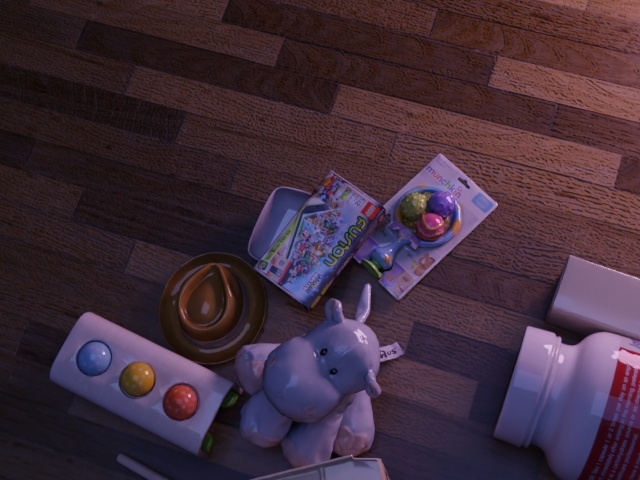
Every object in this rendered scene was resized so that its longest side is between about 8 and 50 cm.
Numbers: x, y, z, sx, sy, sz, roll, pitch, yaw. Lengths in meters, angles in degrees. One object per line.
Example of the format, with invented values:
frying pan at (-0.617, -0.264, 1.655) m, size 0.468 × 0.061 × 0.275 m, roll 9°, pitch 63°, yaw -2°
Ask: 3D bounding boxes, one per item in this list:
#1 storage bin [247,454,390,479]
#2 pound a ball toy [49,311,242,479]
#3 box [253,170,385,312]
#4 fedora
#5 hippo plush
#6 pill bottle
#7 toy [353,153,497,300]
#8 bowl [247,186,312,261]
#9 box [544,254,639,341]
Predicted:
storage bin at (-0.022, 0.403, 1.408) m, size 0.260 × 0.262 × 0.123 m, roll -14°, pitch 69°, yaw 2°
pound a ball toy at (-0.273, 0.270, 1.544) m, size 0.319 × 0.136 × 0.208 m, roll 24°, pitch 77°, yaw 14°
box at (0.000, 0.000, 1.594) m, size 0.114 × 0.036 × 0.207 m, roll 35°, pitch 79°, yaw 14°
fedora at (-0.181, 0.101, 1.611) m, size 0.194 × 0.079 × 0.194 m, roll -1°, pitch 69°, yaw 3°
hippo plush at (0.023, 0.214, 1.452) m, size 0.294 × 0.236 × 0.234 m, roll -25°, pitch 86°, yaw -14°
pill bottle at (0.467, 0.266, 1.411) m, size 0.407 × 0.229 × 0.229 m, roll 18°, pitch 75°, yaw 11°
toy at (0.164, -0.031, 1.630) m, size 0.237 × 0.056 × 0.137 m, roll -44°, pitch 74°, yaw -8°
bowl at (-0.035, -0.007, 1.647) m, size 0.142 × 0.053 × 0.142 m, roll 20°, pitch 76°, yaw 13°
box at (0.493, 0.121, 1.517) m, size 0.275 × 0.113 × 0.094 m, roll 20°, pitch 75°, yaw 11°
